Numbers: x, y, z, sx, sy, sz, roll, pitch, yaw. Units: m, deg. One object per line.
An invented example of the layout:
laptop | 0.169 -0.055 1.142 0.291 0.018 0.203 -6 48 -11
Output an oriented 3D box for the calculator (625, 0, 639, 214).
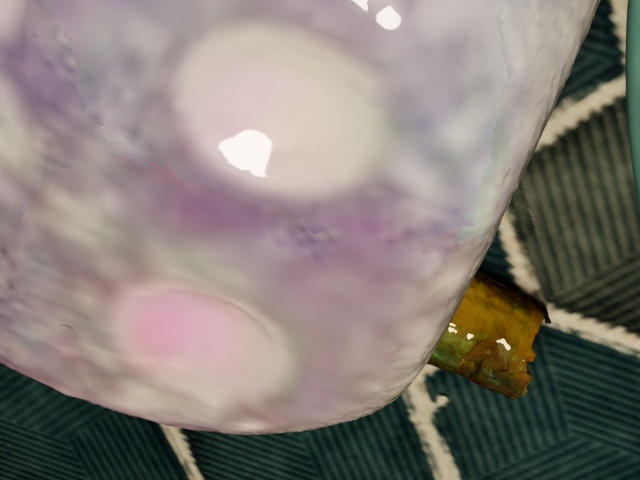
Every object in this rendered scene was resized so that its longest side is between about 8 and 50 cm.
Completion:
calculator | 0.250 -0.097 0.685 0.256 0.054 0.386 12 133 14

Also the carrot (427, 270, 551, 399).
carrot | 0.000 0.000 0.883 0.260 0.070 0.070 28 137 -6

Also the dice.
dice | -0.039 -0.113 0.636 0.271 0.270 0.270 24 137 2
